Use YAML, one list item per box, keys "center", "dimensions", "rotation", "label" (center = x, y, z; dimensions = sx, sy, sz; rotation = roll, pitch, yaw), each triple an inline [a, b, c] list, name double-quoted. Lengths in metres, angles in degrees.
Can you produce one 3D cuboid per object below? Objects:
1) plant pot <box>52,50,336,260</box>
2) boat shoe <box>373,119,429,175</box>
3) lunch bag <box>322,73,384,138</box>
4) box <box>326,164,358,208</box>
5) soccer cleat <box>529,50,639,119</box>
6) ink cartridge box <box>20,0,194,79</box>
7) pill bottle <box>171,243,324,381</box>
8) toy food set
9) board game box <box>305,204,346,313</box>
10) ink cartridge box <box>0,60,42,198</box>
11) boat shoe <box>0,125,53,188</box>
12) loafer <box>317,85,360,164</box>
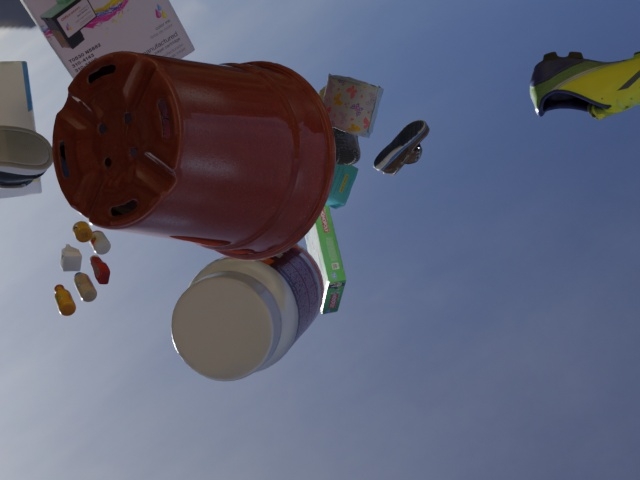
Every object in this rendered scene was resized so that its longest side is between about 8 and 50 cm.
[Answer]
- center: [-0.163, -0.111, 1.104]
  dimensions: [0.272, 0.272, 0.265]
  rotation: [-11, 173, 31]
  label: "plant pot"
- center: [0.204, -0.216, 2.104]
  dimensions: [0.183, 0.066, 0.066]
  rotation: [-38, -150, 46]
  label: "boat shoe"
- center: [0.045, -0.177, 1.184]
  dimensions: [0.053, 0.071, 0.083]
  rotation: [-1, -161, -45]
  label: "lunch bag"
- center: [-0.041, -0.170, 2.058]
  dimensions: [0.060, 0.244, 0.100]
  rotation: [-20, -133, 67]
  label: "box"
- center: [0.484, -0.242, 1.439]
  dimensions: [0.289, 0.093, 0.121]
  rotation: [1, -114, 17]
  label: "soccer cleat"
- center: [-0.361, -0.385, 1.437]
  dimensions: [0.201, 0.278, 0.117]
  rotation: [-33, -136, -7]
  label: "ink cartridge box"
- center: [-0.135, 0.127, 1.732]
  dimensions: [0.224, 0.224, 0.392]
  rotation: [-22, -177, 13]
  label: "pill bottle"
- center: [-0.557, 0.051, 2.085]
  dimensions: [0.111, 0.232, 0.104]
  rotation: [0, -154, -30]
  label: "toy food set"
- center: [0.000, 0.000, 2.246]
  dimensions: [0.046, 0.213, 0.317]
  rotation: [-8, -114, -10]
  label: "board game box"
- center: [-0.668, -0.210, 1.779]
  dimensions: [0.197, 0.198, 0.270]
  rotation: [-7, 170, -17]
  label: "ink cartridge box"
- center: [-0.585, -0.142, 1.427]
  dimensions: [0.091, 0.302, 0.114]
  rotation: [-36, -129, 40]
  label: "boat shoe"
- center: [0.034, -0.226, 1.789]
  dimensions: [0.102, 0.268, 0.092]
  rotation: [4, -106, 1]
  label: "loafer"
